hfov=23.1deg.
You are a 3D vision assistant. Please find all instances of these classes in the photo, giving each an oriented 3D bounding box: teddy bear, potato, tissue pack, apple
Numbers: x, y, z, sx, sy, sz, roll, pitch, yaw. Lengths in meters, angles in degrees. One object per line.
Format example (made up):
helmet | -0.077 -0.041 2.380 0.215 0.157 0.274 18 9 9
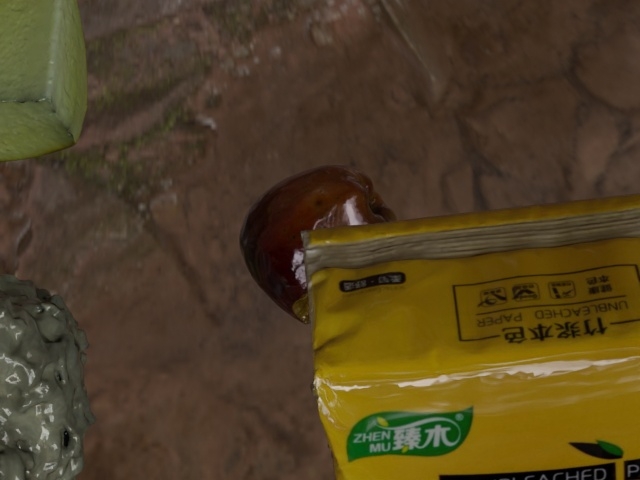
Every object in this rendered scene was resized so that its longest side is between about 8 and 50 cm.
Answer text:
teddy bear | -0.303 0.202 1.344 0.224 0.357 0.367 0 91 -6
potato | -0.239 -0.125 1.108 0.149 0.120 0.081 -1 152 9
tissue pack | 0.189 0.128 1.311 0.382 0.228 0.293 -6 132 4
apple | -0.003 -0.007 1.673 0.147 0.156 0.158 41 108 -3
